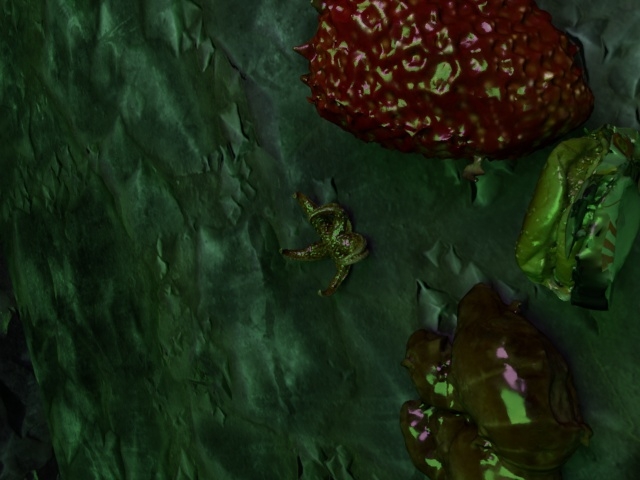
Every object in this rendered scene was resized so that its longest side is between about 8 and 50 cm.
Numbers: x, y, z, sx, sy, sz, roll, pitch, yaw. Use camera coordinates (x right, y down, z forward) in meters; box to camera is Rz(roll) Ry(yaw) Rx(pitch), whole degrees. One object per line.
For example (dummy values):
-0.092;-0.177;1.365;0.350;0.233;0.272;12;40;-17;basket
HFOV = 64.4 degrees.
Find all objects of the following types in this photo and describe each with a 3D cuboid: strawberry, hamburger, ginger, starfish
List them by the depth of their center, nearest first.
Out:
0.311;-0.032;0.608;0.125;0.235;0.214;16;111;43;hamburger
0.149;-0.209;0.656;0.343;0.292;0.292;45;121;28;strawberry
0.246;0.249;0.755;0.274;0.152;0.357;18;108;53;ginger
-0.001;-0.001;0.932;0.146;0.074;0.190;-44;72;31;starfish
